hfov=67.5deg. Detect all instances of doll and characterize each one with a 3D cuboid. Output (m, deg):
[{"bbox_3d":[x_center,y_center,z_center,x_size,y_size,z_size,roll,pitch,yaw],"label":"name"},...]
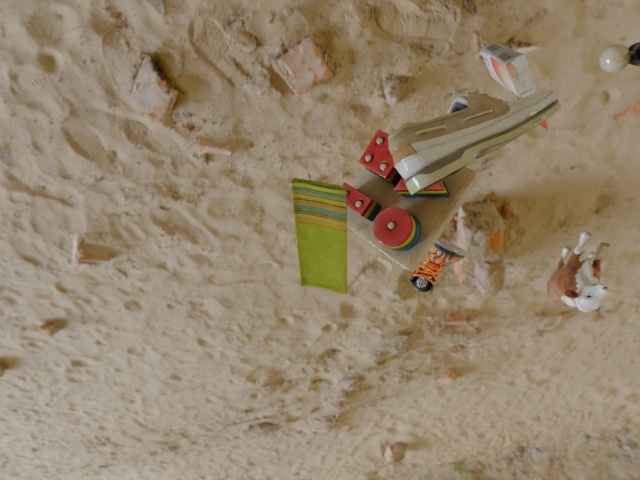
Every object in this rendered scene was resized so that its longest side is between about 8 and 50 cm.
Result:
[{"bbox_3d":[0.478,-0.262,0.646,0.189,0.129,0.046,-12,109,10],"label":"doll"}]

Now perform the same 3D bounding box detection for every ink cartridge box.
[{"bbox_3d":[0.410,-0.321,1.017,0.045,0.145,0.179,-26,120,12],"label":"ink cartridge box"}]

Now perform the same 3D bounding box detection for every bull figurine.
[{"bbox_3d":[0.638,0.091,1.189,0.101,0.188,0.310,24,174,13],"label":"bull figurine"}]

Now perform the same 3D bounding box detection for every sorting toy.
[{"bbox_3d":[0.171,-0.107,1.086,0.257,0.255,0.089,-57,146,8],"label":"sorting toy"}]

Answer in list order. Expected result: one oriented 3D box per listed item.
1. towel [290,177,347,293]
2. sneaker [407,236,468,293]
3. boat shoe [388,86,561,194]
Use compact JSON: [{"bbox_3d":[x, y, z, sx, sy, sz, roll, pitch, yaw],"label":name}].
[{"bbox_3d":[0.000,0.000,0.872,0.102,0.021,0.237,12,128,19],"label":"towel"},{"bbox_3d":[0.364,0.087,1.520,0.125,0.321,0.180,30,92,12],"label":"sneaker"},{"bbox_3d":[0.246,-0.184,0.754,0.302,0.103,0.113,-28,176,-17],"label":"boat shoe"}]
